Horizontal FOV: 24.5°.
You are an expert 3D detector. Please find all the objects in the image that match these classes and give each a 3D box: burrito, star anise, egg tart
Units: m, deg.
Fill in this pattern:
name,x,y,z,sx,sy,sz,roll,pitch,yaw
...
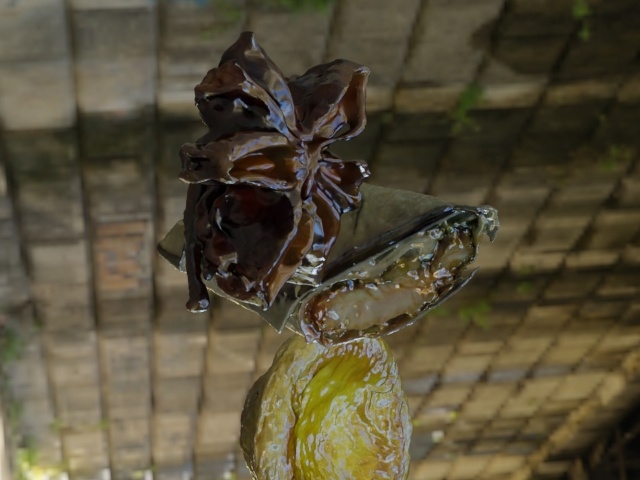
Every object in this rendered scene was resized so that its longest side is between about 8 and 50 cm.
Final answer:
name,x,y,z,sx,sy,sz,roll,pitch,yaw
burrito,-0.006,0.011,1.359,0.347,0.175,0.107,17,-21,47
star anise,-0.043,-0.058,1.106,0.220,0.126,0.190,-12,115,-59
egg tart,-0.008,0.244,1.858,0.128,0.319,0.319,1,-83,37
